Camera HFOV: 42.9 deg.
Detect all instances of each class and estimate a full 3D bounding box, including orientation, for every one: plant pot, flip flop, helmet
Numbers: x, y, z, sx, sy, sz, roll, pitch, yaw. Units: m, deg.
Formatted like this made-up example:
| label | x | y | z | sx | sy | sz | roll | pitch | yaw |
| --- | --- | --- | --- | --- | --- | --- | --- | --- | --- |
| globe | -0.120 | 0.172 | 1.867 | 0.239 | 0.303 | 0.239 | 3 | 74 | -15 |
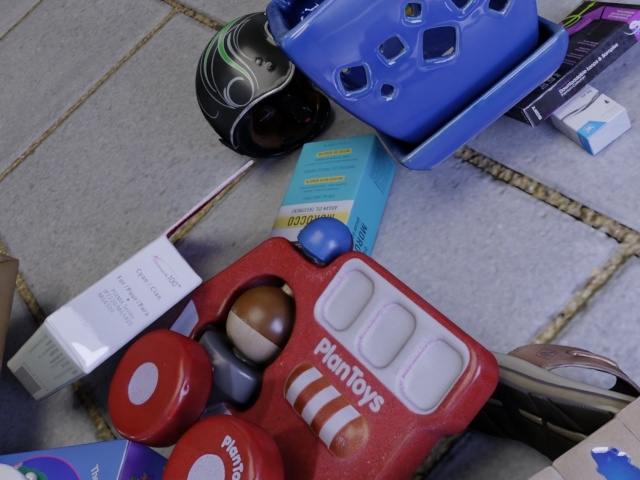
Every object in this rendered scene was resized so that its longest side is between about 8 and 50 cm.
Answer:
| label | x | y | z | sx | sy | sz | roll | pitch | yaw |
| --- | --- | --- | --- | --- | --- | --- | --- | --- | --- |
| plant pot | 0.100 | -0.219 | 0.842 | 0.236 | 0.212 | 0.236 | -39 | 23 | 9 |
| flip flop | 0.187 | 0.121 | 0.628 | 0.277 | 0.112 | 0.080 | 14 | 49 | 47 |
| helmet | -0.076 | -0.204 | 1.034 | 0.169 | 0.169 | 0.161 | -31 | 60 | 11 |

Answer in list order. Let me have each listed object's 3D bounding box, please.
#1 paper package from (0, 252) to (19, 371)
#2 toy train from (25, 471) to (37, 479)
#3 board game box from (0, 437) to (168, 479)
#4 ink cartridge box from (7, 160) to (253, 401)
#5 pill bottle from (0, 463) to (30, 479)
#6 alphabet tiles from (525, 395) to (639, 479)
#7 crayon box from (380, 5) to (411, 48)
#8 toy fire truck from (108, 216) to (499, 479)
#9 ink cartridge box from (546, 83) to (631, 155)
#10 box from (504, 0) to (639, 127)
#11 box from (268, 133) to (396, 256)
| label | x | y | z | sx | sy | sz | roll | pitch | yaw |
| --- | --- | --- | --- | --- | --- | --- | --- | --- | --- |
| paper package | -0.539 | 0.176 | 0.986 | 0.325 | 0.168 | 0.309 | -41 | 38 | 24 |
| toy train | -0.269 | 0.273 | 0.740 | 0.166 | 0.046 | 0.125 | -1 | 55 | 35 |
| board game box | -0.283 | 0.372 | 0.761 | 0.233 | 0.078 | 0.347 | -13 | 49 | 27 |
| ink cartridge box | -0.196 | 0.053 | 0.874 | 0.261 | 0.066 | 0.296 | -42 | 6 | -30 |
| pill bottle | -0.174 | 0.295 | 0.577 | 0.160 | 0.283 | 0.160 | -24 | 32 | 16 |
| alphabet tiles | 0.218 | 0.232 | 0.427 | 0.343 | 0.011 | 0.285 | -28 | 58 | -22 |
| crayon box | 0.102 | -0.336 | 1.075 | 0.165 | 0.081 | 0.278 | -39 | 42 | 2 |
| toy fire truck | -0.021 | 0.115 | 0.689 | 0.254 | 0.169 | 0.302 | -52 | 43 | 3 |
| ink cartridge box | 0.265 | -0.128 | 0.823 | 0.048 | 0.028 | 0.083 | -38 | 42 | 2 |
| box | 0.254 | -0.189 | 0.858 | 0.162 | 0.029 | 0.116 | -41 | 23 | 1 |
| box | 0.000 | 0.000 | 0.882 | 0.101 | 0.060 | 0.244 | -4 | 53 | 34 |
